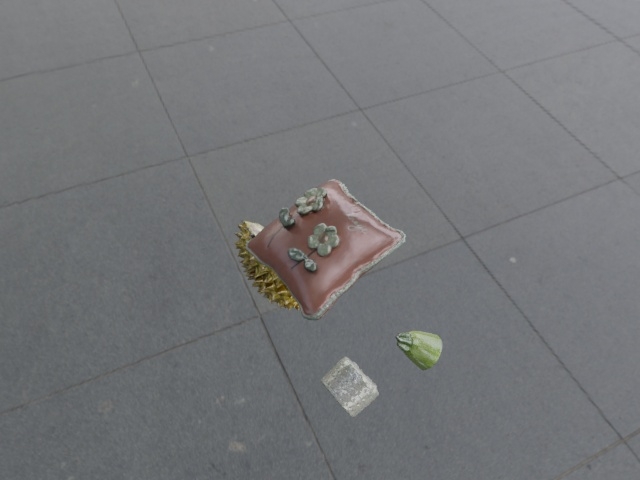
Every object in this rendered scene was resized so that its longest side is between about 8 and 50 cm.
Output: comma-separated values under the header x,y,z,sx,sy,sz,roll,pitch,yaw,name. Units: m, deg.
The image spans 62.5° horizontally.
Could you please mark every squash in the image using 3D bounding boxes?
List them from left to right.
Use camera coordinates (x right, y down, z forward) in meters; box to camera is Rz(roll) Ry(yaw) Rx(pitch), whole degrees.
x,y,z,sx,sy,sz,roll,pitch,yaw,name
0.245,0.277,1.416,0.132,0.105,0.105,28,50,-18,squash

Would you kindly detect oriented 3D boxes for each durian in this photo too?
x,y,z,sx,sy,sz,roll,pitch,yaw,name
-0.101,0.062,1.155,0.249,0.138,0.183,42,24,8,durian

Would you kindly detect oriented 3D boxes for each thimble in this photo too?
x,y,z,sx,sy,sz,roll,pitch,yaw,name
0.068,0.334,1.211,0.090,0.102,0.115,-43,90,-6,thimble

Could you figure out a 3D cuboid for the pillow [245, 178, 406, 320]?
x,y,z,sx,sy,sz,roll,pitch,yaw,name
0.000,0.000,0.713,0.171,0.075,0.179,-40,49,-6,pillow
